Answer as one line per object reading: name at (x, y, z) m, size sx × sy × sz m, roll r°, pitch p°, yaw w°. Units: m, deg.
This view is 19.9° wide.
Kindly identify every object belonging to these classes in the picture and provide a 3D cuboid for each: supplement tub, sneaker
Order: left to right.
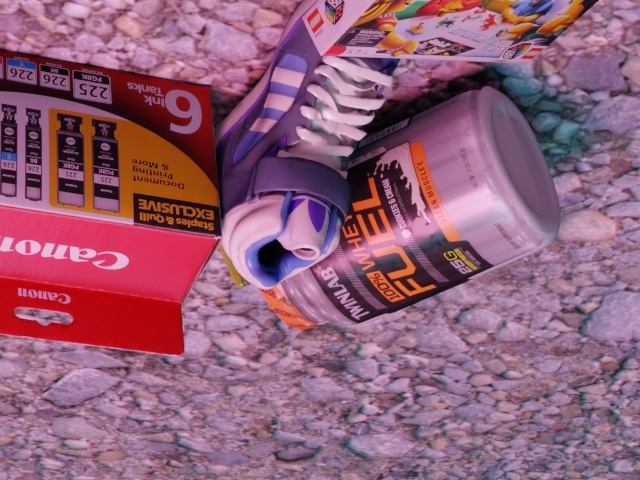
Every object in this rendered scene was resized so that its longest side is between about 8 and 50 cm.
sneaker at (0.007, -0.095, 1.831) m, size 0.130 × 0.236 × 0.323 m, roll 21°, pitch 126°, yaw -32°
supplement tub at (0.086, -0.027, 2.004) m, size 0.316 × 0.194 × 0.193 m, roll -25°, pitch 141°, yaw 23°

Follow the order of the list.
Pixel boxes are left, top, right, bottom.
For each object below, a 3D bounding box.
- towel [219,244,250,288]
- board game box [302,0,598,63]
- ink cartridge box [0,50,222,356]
towel at (0.000, 0.000, 2.175) m, size 0.237 × 0.021 × 0.102 m, roll -13°, pitch 145°, yaw 8°
board game box at (0.154, -0.246, 1.742) m, size 0.305 × 0.053 × 0.193 m, roll -4°, pitch 151°, yaw -44°
ink cartridge box at (-0.266, -0.042, 1.855) m, size 0.309 × 0.272 × 0.130 m, roll 8°, pitch 142°, yaw -21°
